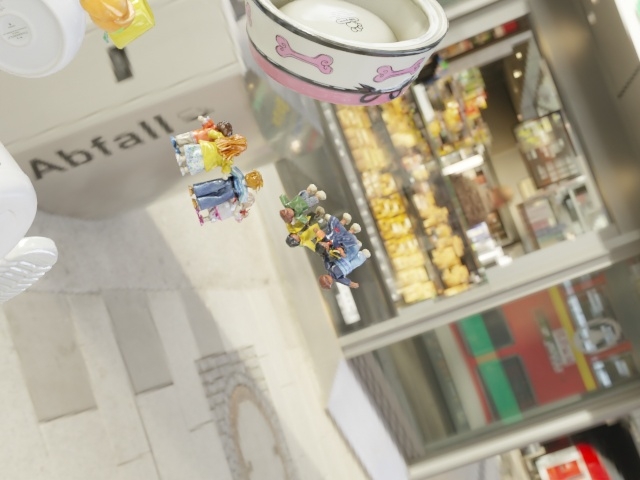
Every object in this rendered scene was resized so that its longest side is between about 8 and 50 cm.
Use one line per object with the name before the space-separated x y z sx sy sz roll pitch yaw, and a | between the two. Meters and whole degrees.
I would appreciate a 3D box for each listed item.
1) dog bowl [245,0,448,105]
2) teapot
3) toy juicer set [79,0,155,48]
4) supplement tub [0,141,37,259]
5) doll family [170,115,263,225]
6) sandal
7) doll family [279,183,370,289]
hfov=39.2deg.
dog bowl | 0.037 -0.418 1.784 0.408 0.408 0.150 -100 -158 -48
teapot | -0.578 -0.462 1.796 0.187 0.256 0.252 -78 -169 -48
toy juicer set | -0.329 -0.398 1.138 0.209 0.089 0.329 -92 158 -75
supplement tub | -0.509 -0.105 1.047 0.316 0.228 0.228 51 7 10
doll family | -0.214 -0.143 1.968 0.118 0.163 0.263 -122 -165 -69
sandal | -0.690 0.062 1.854 0.169 0.416 0.102 15 57 -55
doll family | 0.000 0.000 1.498 0.193 0.076 0.111 40 49 11
